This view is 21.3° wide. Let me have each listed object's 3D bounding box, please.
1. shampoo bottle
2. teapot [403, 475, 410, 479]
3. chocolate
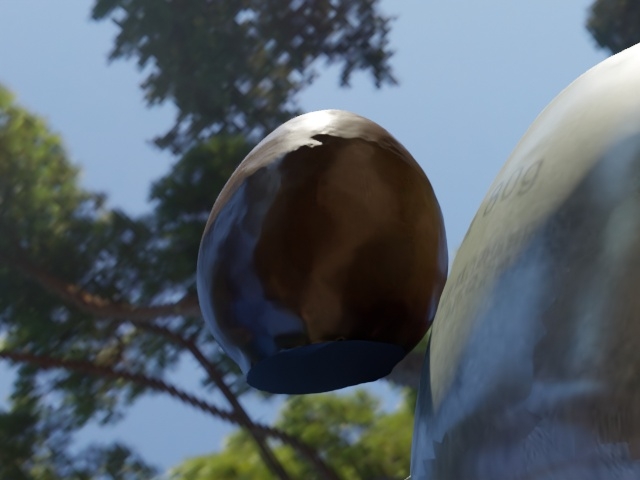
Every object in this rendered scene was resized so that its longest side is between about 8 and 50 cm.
[{"bbox_3d":[0.201,0.068,0.703,0.322,0.322,0.317,45,-127,-5],"label":"shampoo bottle"},{"bbox_3d":[0.153,0.203,0.960,0.225,0.203,0.171,61,-169,7],"label":"teapot"},{"bbox_3d":[0.000,0.000,0.833,0.124,0.127,0.133,-1,-112,-29],"label":"chocolate"}]
